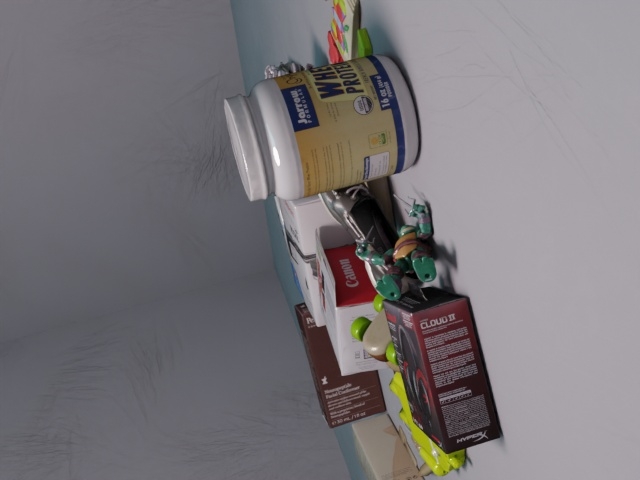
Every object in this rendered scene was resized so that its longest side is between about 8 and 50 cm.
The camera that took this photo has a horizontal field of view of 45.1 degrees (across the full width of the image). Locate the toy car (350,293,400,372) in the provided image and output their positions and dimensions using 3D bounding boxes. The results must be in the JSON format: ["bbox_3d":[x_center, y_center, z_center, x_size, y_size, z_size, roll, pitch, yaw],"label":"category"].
[{"bbox_3d":[0.185,0.226,1.666,0.155,0.149,0.188,29,163,51],"label":"toy car"}]

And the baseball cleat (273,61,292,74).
[{"bbox_3d":[-0.093,-0.476,2.321,0.206,0.072,0.109,-117,8,-67],"label":"baseball cleat"}]

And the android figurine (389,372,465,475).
[{"bbox_3d":[0.235,0.405,1.701,0.273,0.056,0.248,38,150,65],"label":"android figurine"}]

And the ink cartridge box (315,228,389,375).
[{"bbox_3d":[0.077,0.140,1.966,0.309,0.130,0.271,-111,13,-62],"label":"ink cartridge box"}]

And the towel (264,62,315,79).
[{"bbox_3d":[-0.040,-0.286,1.953,0.235,0.121,0.283,42,-139,-70],"label":"towel"}]

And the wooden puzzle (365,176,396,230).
[{"bbox_3d":[0.065,-0.185,1.797,0.348,0.081,0.322,-127,24,-67],"label":"wooden puzzle"}]

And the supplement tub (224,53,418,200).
[{"bbox_3d":[-0.002,-0.203,1.423,0.228,0.316,0.228,165,90,-81],"label":"supplement tub"}]

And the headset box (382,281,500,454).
[{"bbox_3d":[0.216,0.218,1.443,0.218,0.110,0.293,-165,60,-80],"label":"headset box"}]

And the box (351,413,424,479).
[{"bbox_3d":[0.198,0.663,2.246,0.311,0.121,0.147,-122,19,-61],"label":"box"}]

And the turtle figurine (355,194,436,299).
[{"bbox_3d":[0.159,0.011,1.457,0.118,0.175,0.234,34,-154,-17],"label":"turtle figurine"}]

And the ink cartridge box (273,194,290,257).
[{"bbox_3d":[-0.050,-0.063,2.461,0.093,0.154,0.212,-160,54,-81],"label":"ink cartridge box"}]

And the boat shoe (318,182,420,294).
[{"bbox_3d":[0.106,-0.037,1.618,0.095,0.112,0.335,-33,87,52],"label":"boat shoe"}]

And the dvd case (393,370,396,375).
[{"bbox_3d":[0.194,0.268,1.894,0.179,0.030,0.238,98,157,-66],"label":"dvd case"}]

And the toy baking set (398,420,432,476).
[{"bbox_3d":[0.252,0.501,1.960,0.256,0.030,0.196,102,159,-56],"label":"toy baking set"}]

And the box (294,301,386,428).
[{"bbox_3d":[0.063,0.363,2.376,0.143,0.191,0.381,-148,43,-77],"label":"box"}]

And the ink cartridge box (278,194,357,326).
[{"bbox_3d":[0.000,0.000,2.222,0.285,0.166,0.394,-122,20,-61],"label":"ink cartridge box"}]

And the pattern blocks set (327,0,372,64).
[{"bbox_3d":[0.049,-0.462,1.615,0.285,0.026,0.324,-115,13,-45],"label":"pattern blocks set"}]
